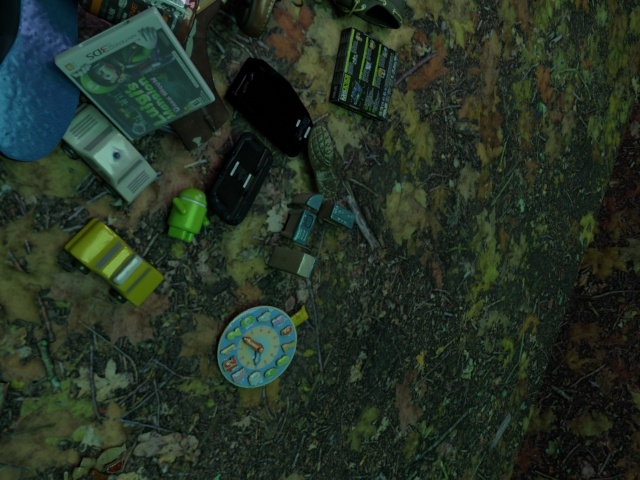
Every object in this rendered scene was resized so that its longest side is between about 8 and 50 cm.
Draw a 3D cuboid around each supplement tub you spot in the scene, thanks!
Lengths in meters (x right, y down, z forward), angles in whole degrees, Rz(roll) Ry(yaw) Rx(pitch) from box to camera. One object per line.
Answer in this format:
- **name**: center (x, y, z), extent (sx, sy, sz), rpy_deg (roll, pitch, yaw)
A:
- **supplement tub**: center (-0.299, -0.384, 0.743), extent (0.198, 0.106, 0.105), rpy_deg (14, 89, -30)

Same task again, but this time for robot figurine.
- **robot figurine**: center (-0.272, -0.057, 0.985), extent (0.101, 0.067, 0.115), rpy_deg (35, 72, -66)

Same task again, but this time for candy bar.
- **candy bar**: center (-0.094, 0.222, 1.217), extent (0.162, 0.018, 0.040), rpy_deg (-31, 117, -31)

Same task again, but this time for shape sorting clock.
- **shape sorting clock**: center (-0.148, 0.256, 1.147), extent (0.206, 0.040, 0.206), rpy_deg (-7, 106, -26)

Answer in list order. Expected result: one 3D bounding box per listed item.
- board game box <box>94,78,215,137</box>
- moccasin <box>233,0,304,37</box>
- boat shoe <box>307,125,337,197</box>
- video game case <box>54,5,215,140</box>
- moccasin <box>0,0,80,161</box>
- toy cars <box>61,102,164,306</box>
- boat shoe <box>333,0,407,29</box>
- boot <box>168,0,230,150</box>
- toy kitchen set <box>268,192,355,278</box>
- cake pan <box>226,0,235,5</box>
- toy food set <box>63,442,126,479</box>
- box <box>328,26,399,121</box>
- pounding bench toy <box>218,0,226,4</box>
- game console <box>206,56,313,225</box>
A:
- **board game box**: center (-0.314, -0.286, 0.928), extent (0.201, 0.035, 0.136), rpy_deg (16, 88, -40)
- **moccasin**: center (-0.057, -0.565, 0.966), extent (0.147, 0.139, 0.379), rpy_deg (31, 69, -30)
- **boat shoe**: center (0.000, -0.197, 1.194), extent (0.064, 0.060, 0.177), rpy_deg (-13, 111, -9)
- **video game case**: center (-0.294, -0.263, 0.787), extent (0.173, 0.022, 0.190), rpy_deg (-24, 149, 5)
- **moccasin**: center (-0.455, -0.291, 0.764), extent (0.138, 0.117, 0.341), rpy_deg (16, 83, -53)
- **toy cars**: center (-0.376, -0.052, 0.886), extent (0.177, 0.087, 0.393), rpy_deg (-9, 104, -39)
- **boat shoe**: center (0.103, -0.594, 1.171), extent (0.305, 0.109, 0.091), rpy_deg (-7, 98, -43)
- **boot**: center (-0.238, -0.325, 0.921), extent (0.248, 0.090, 0.206), rpy_deg (-54, 135, -19)
- **toy kitchen set**: center (0.000, 0.000, 1.187), extent (0.166, 0.122, 0.207), rpy_deg (26, 82, -40)
- **cake pan**: center (-0.151, -0.639, 0.987), extent (0.293, 0.054, 0.292), rpy_deg (-8, 103, -39)
- **toy food set**: center (-0.454, 0.463, 0.964), extent (0.122, 0.019, 0.077), rpy_deg (-6, 102, -47)
- **box**: center (0.118, -0.430, 1.257), extent (0.184, 0.045, 0.190), rpy_deg (8, 94, -38)
- **pounding bench toy**: center (-0.222, -0.488, 0.935), extent (0.065, 0.083, 0.052), rpy_deg (38, 74, -38)
- **game console**: center (-0.148, -0.210, 1.050), extent (0.213, 0.044, 0.361), rpy_deg (40, 64, -37)
